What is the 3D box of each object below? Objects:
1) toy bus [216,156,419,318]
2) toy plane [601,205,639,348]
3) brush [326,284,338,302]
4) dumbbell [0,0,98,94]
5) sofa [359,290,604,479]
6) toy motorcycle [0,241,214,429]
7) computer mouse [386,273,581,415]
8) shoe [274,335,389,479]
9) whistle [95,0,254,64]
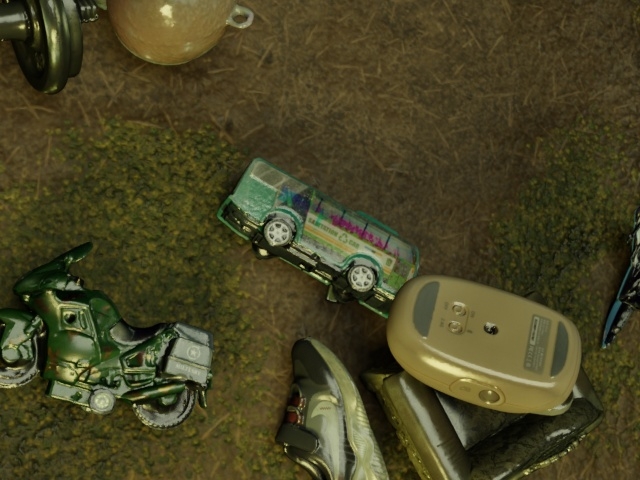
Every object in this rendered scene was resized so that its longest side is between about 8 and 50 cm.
[{"bbox_3d":[0.000,0.000,1.536,0.261,0.091,0.109,30,66,-7],"label":"toy bus"},{"bbox_3d":[0.463,0.050,1.720,0.169,0.078,0.246,46,63,-36],"label":"toy plane"},{"bbox_3d":[0.024,0.041,1.583,0.016,0.013,0.084,19,73,-13],"label":"brush"},{"bbox_3d":[-0.396,-0.246,1.396,0.290,0.192,0.192,-15,81,-25],"label":"dumbbell"},{"bbox_3d":[0.209,0.190,1.521,0.258,0.182,0.200,-26,85,-26],"label":"sofa"},{"bbox_3d":[-0.245,0.107,1.401,0.274,0.125,0.187,20,78,-18],"label":"toy motorcycle"},{"bbox_3d":[0.192,0.123,1.438,0.236,0.082,0.145,17,55,-2],"label":"computer mouse"},{"bbox_3d":[0.000,0.234,1.476,0.112,0.099,0.228,-23,85,-18],"label":"shoe"},{"bbox_3d":[-0.241,-0.330,1.524,0.347,0.189,0.189,25,66,8],"label":"whistle"}]
